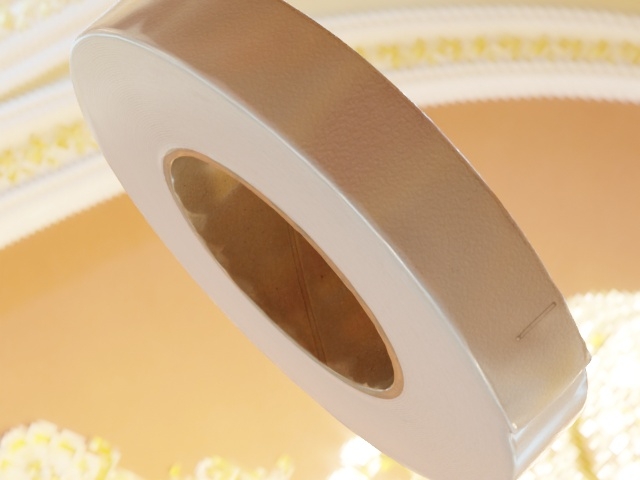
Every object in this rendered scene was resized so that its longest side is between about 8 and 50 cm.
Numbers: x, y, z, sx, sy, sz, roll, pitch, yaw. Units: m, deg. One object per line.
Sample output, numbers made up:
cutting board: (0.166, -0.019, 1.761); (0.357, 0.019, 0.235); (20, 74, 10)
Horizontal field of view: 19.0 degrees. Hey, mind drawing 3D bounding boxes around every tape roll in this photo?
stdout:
tape roll: (0.000, 0.000, 1.188); (0.392, 0.392, 0.072); (43, -107, 14)
